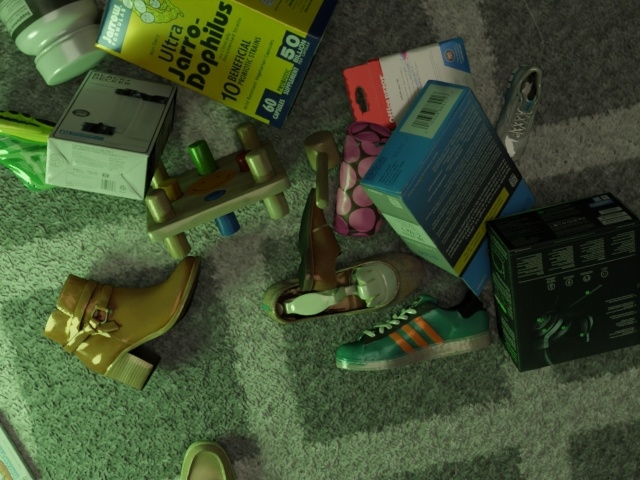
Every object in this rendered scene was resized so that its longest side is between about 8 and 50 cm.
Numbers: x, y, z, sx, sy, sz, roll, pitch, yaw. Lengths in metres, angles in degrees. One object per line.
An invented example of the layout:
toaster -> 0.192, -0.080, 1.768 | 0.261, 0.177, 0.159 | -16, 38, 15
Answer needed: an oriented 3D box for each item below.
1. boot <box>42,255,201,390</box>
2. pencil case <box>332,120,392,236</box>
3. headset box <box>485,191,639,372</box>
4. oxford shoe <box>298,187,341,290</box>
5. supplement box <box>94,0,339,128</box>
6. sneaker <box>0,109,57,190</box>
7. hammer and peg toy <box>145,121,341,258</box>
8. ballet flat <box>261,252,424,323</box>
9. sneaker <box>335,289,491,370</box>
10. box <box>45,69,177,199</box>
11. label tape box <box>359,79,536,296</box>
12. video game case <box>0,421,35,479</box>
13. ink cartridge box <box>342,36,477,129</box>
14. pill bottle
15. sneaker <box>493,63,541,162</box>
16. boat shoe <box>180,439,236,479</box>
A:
boot -> -0.363, 0.112, 1.774 | 0.220, 0.109, 0.283 | 30, 98, 0
pencil case -> 0.082, -0.107, 1.750 | 0.098, 0.095, 0.209 | 4, 122, -8
headset box -> 0.450, 0.086, 1.755 | 0.246, 0.131, 0.283 | -14, 117, -3
oxford shoe -> 0.000, 0.000, 1.768 | 0.076, 0.076, 0.212 | 5, 62, -12
supplement box -> -0.176, -0.381, 1.670 | 0.357, 0.195, 0.194 | 23, 126, -4
sneaker -> -0.482, -0.146, 1.755 | 0.296, 0.109, 0.123 | 19, 113, -5
hammer and peg toy -> -0.137, -0.113, 1.687 | 0.361, 0.266, 0.127 | -22, 113, -1
ballet flat -> 0.048, 0.099, 1.785 | 0.316, 0.106, 0.107 | -16, 95, -3
sneaker -> 0.168, 0.166, 1.801 | 0.302, 0.108, 0.121 | -11, 93, -11
box -> -0.354, -0.189, 1.654 | 0.169, 0.290, 0.087 | 10, 121, -3
label tape box -> 0.239, -0.088, 1.739 | 0.240, 0.106, 0.333 | -56, 135, -15
video game case -> -0.638, 0.423, 1.803 | 0.143, 0.019, 0.157 | -30, 95, -1
ink cartridge box -> 0.163, -0.282, 1.786 | 0.231, 0.078, 0.134 | -15, 93, -3
pill bottle -> -0.496, -0.432, 1.698 | 0.161, 0.161, 0.283 | -31, 94, -1
sneaker -> 0.374, -0.241, 1.800 | 0.071, 0.083, 0.190 | 10, 93, -5
boat shoe -> -0.211, 0.529, 1.794 | 0.109, 0.098, 0.302 | 1, 93, -4
